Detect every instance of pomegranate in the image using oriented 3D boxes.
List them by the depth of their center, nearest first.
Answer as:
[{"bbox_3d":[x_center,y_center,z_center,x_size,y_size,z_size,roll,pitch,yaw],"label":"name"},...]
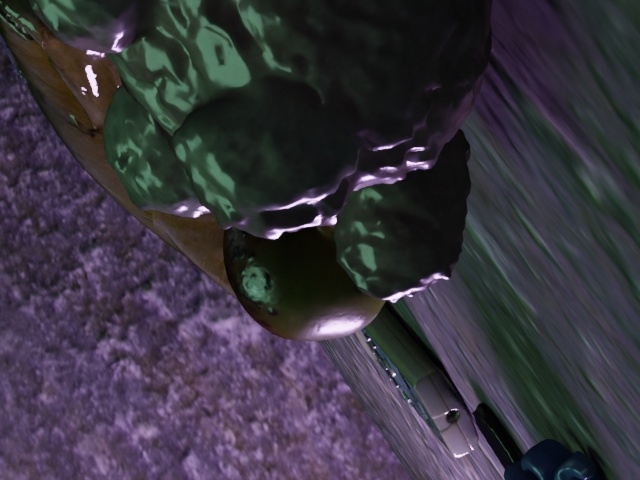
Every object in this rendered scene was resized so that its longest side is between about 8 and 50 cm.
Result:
[{"bbox_3d":[-0.006,0.004,1.246,0.129,0.129,0.159,56,175,14],"label":"pomegranate"}]

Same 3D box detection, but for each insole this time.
[{"bbox_3d":[0.208,0.262,1.432,0.309,0.012,0.110,57,176,8],"label":"insole"}]

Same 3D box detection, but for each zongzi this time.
[{"bbox_3d":[-0.157,-0.116,1.650,0.393,0.174,0.356,59,179,16],"label":"zongzi"}]

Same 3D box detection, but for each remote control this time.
[{"bbox_3d":[0.075,0.111,1.670,0.098,0.038,0.233,59,174,-30],"label":"remote control"}]

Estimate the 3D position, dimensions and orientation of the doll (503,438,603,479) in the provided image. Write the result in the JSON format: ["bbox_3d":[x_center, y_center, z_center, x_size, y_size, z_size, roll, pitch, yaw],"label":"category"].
[{"bbox_3d":[0.156,0.183,1.149,0.110,0.067,0.206,45,160,28],"label":"doll"}]

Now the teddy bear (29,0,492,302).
[{"bbox_3d":[-0.022,-0.081,0.685,0.236,0.151,0.267,51,171,-1],"label":"teddy bear"}]
